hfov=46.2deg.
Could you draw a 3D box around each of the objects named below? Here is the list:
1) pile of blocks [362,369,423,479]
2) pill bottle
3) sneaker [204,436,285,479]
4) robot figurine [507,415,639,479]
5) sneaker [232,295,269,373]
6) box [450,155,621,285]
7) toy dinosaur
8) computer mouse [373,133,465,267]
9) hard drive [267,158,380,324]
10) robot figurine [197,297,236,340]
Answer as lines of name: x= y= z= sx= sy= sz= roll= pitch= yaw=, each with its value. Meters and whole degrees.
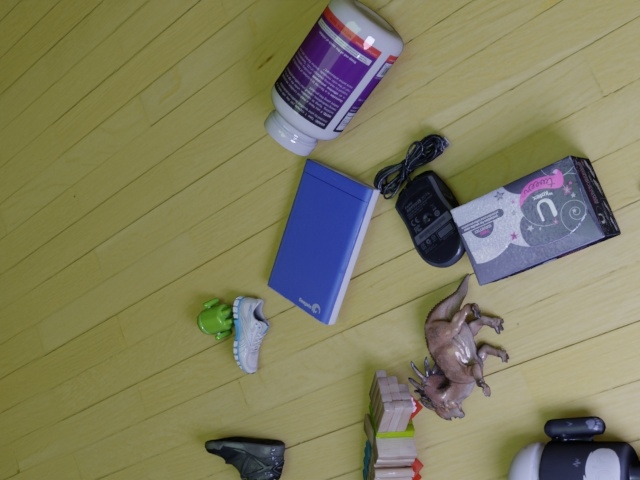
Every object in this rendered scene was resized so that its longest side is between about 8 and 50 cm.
pile of blocks: x=0.161 y=0.451 z=1.613 sx=0.113 sy=0.149 sz=0.361 roll=1 pitch=107 yaw=-10
pill bottle: x=0.017 y=-0.342 z=1.596 sx=0.181 sy=0.182 sz=0.323 roll=48 pitch=115 yaw=21
sneaker: x=-0.190 y=0.547 z=1.833 sx=0.228 sy=0.087 sz=0.130 roll=0 pitch=86 yaw=27
robot figurine: x=0.480 y=0.449 z=1.358 sx=0.278 sy=0.209 sz=0.173 roll=-9 pitch=130 yaw=32
sneaker: x=-0.162 y=0.227 z=1.810 sx=0.083 sy=0.071 sz=0.190 roll=-5 pitch=91 yaw=27
box: x=0.396 y=-0.036 z=1.397 sx=0.247 sy=0.142 sz=0.163 roll=-25 pitch=80 yaw=30
toy dinosaur: x=0.259 y=0.222 z=1.516 sx=0.200 sy=0.127 sz=0.295 roll=-15 pitch=79 yaw=39
computer mouse: x=0.234 y=-0.067 z=1.547 sx=0.188 sy=0.072 sz=0.272 roll=-36 pitch=62 yaw=31
hard drive: x=0.000 y=0.000 z=1.688 sx=0.210 sy=0.040 sz=0.318 roll=30 pitch=108 yaw=40
robot figurine: x=-0.259 y=0.197 z=1.868 sx=0.115 sy=0.067 sz=0.101 roll=-20 pitch=94 yaw=32
